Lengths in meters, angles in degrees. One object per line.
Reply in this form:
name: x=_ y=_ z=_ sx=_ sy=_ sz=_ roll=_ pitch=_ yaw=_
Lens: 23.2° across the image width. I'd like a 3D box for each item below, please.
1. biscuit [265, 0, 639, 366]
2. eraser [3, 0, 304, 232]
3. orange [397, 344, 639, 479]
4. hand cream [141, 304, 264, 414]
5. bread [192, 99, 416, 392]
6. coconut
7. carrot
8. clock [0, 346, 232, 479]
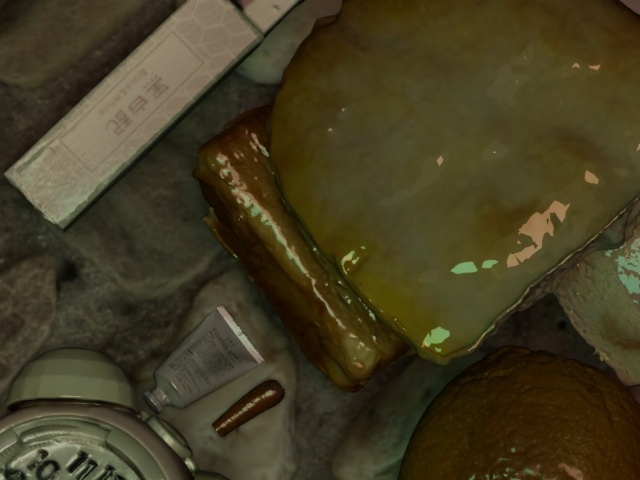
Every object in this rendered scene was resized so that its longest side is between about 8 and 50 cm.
biscuit: x=0.159 y=-0.109 z=1.637 sx=0.446 sy=0.104 sz=0.429 roll=40 pitch=82 yaw=24
eraser: x=-0.184 y=-0.179 z=1.785 sx=0.404 sy=0.098 sz=0.096 roll=-44 pitch=93 yaw=-7
orange: x=0.232 y=0.296 z=1.701 sx=0.322 sy=0.322 sz=0.357 roll=6 pitch=81 yaw=-7
hand cream: x=-0.143 y=0.148 z=1.799 sx=0.142 sy=0.053 sz=0.084 roll=-38 pitch=92 yaw=-23
bread: x=0.001 y=0.000 z=1.772 sx=0.195 sy=0.149 sz=0.344 roll=-34 pitch=91 yaw=-23
coconut: x=0.390 y=0.018 z=1.747 sx=0.297 sy=0.297 sz=0.309 roll=-36 pitch=86 yaw=-8
carrot: x=-0.083 y=0.194 z=1.807 sx=0.093 sy=0.032 sz=0.032 roll=-35 pitch=91 yaw=-3
clock: x=-0.267 y=0.318 z=1.687 sx=0.342 sy=0.184 sz=0.326 roll=43 pitch=82 yaw=7
